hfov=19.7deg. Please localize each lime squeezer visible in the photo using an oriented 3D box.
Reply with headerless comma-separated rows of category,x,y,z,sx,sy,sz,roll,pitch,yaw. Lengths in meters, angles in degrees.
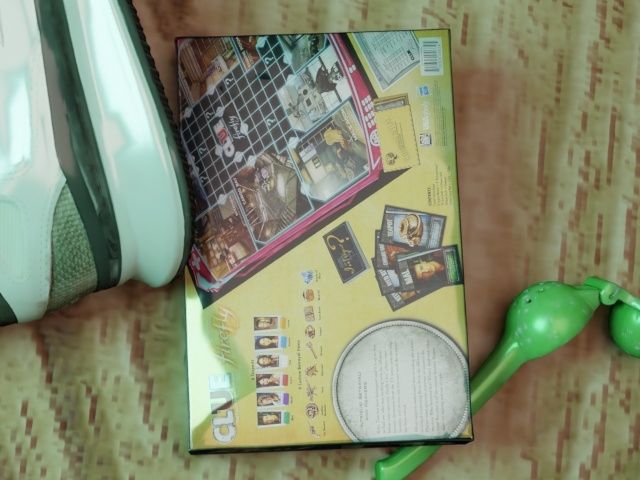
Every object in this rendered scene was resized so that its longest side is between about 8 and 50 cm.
lime squeezer,0.179,0.074,1.124,0.310,0.059,0.110,-7,81,-18

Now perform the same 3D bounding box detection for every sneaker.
sneaker,-0.253,-0.156,0.988,0.257,0.169,0.447,-18,87,-20

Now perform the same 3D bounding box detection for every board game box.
board game box,0.000,0.000,1.077,0.165,0.042,0.243,-2,80,-3
